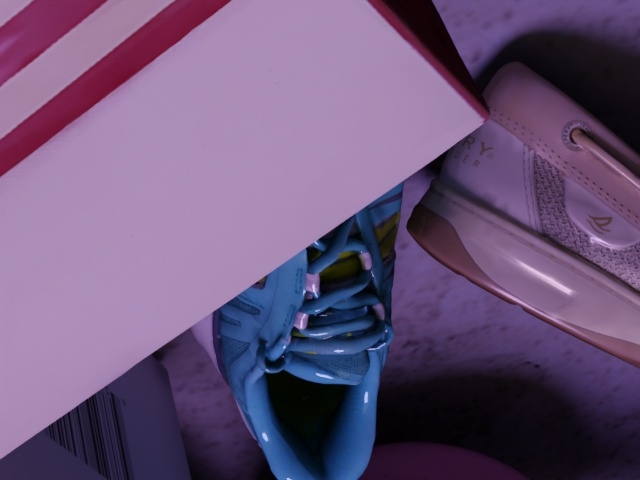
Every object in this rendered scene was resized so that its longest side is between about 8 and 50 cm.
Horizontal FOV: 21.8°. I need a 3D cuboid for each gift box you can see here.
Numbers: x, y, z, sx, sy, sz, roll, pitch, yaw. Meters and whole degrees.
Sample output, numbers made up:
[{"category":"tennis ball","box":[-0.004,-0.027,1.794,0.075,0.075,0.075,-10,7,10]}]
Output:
[{"category":"gift box","box":[-0.132,-0.065,0.434,0.258,0.255,0.276,-34,135,14]}]

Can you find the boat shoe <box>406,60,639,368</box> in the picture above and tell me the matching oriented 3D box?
[{"category":"boat shoe","box":[0.187,0.024,0.724,0.302,0.109,0.098,27,94,-13]}]

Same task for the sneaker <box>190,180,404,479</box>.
[{"category":"sneaker","box":[0.000,0.000,0.670,0.107,0.110,0.275,-12,139,-9]}]

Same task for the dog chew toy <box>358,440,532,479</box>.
[{"category":"dog chew toy","box":[0.031,0.243,0.783,0.206,0.332,0.207,6,119,11]}]

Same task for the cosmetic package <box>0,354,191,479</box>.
[{"category":"cosmetic package","box":[-0.251,0.154,0.710,0.365,0.155,0.197,-28,139,12]}]
